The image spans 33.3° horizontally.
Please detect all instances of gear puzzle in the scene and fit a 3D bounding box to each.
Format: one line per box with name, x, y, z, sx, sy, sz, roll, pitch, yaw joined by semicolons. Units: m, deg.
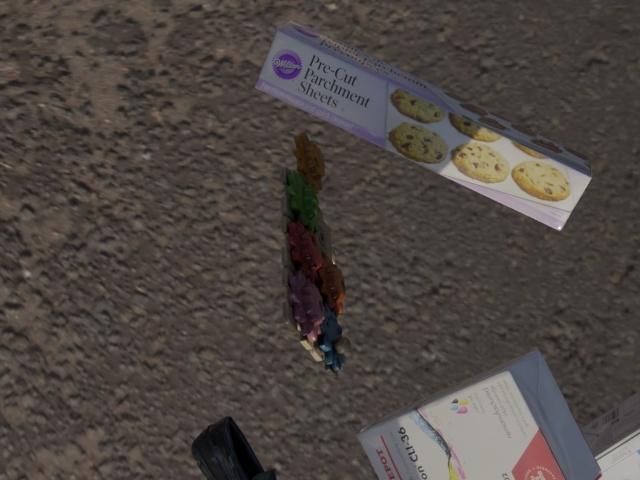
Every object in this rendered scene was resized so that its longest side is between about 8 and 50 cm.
gear puzzle;0.000;0.000;1.391;0.044;0.338;0.175;-15;142;17

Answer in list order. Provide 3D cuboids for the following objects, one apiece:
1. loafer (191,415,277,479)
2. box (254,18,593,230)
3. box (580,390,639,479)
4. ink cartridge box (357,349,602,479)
loafer;-0.089;0.343;1.463;0.078;0.076;0.223;-43;74;16
box;0.099;-0.111;1.017;0.324;0.063;0.067;26;115;1
box;0.462;0.314;1.294;0.169;0.087;0.290;-39;98;25
ink cartridge box;0.113;0.182;0.882;0.067;0.198;0.115;-17;79;-55
